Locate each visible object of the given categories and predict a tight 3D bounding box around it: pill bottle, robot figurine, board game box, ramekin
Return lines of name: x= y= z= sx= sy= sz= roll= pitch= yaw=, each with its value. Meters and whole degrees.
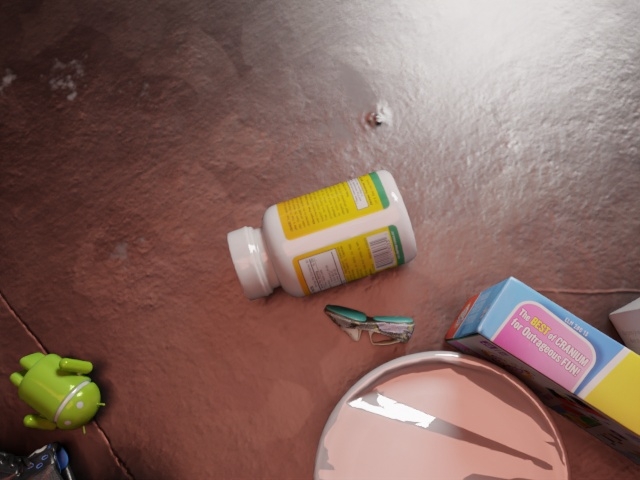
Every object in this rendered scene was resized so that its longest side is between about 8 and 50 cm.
pill bottle: x=0.000 y=0.000 z=0.843 sx=0.208 sy=0.117 sz=0.118 roll=-19 pitch=81 yaw=1
robot figurine: x=-0.321 y=0.185 z=0.860 sx=0.115 sy=0.067 sz=0.101 roll=35 pitch=95 yaw=7
board game box: x=0.295 y=0.161 z=0.738 sx=0.316 sy=0.242 sz=0.064 roll=33 pitch=83 yaw=7
ramekin: x=0.131 y=0.257 z=0.785 sx=0.272 sy=0.127 sz=0.273 roll=-1 pitch=85 yaw=7

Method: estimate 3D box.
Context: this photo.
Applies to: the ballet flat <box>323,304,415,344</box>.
ballet flat: x=0.058 y=0.108 z=0.864 sx=0.114 sy=0.041 sz=0.041 roll=9 pitch=82 yaw=6

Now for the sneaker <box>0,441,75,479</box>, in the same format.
sneaker: x=-0.383 y=0.270 z=0.852 sx=0.121 sy=0.079 sz=0.217 roll=-44 pitch=90 yaw=-7

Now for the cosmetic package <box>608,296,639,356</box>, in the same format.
cosmetic package: x=0.545 y=0.048 z=0.755 sx=0.384 sy=0.217 sz=0.156 roll=-28 pitch=80 yaw=-3
